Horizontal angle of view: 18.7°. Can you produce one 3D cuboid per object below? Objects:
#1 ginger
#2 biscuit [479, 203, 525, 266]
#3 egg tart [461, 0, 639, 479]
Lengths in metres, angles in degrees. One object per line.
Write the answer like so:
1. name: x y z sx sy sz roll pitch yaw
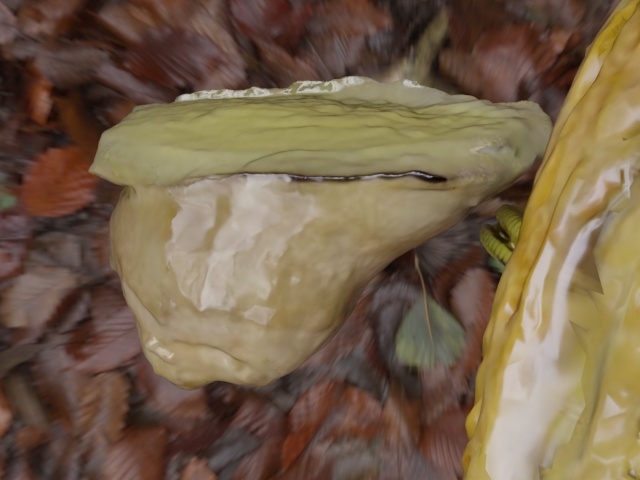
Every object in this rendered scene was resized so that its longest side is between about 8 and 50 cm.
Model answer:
1. ginger: 0.003 -0.002 0.816 0.193 0.115 0.123 -4 99 15
2. biscuit: 0.108 0.015 0.852 0.084 0.084 0.023 37 98 2
3. egg tart: 0.217 0.075 0.808 0.178 0.443 0.443 15 91 35
